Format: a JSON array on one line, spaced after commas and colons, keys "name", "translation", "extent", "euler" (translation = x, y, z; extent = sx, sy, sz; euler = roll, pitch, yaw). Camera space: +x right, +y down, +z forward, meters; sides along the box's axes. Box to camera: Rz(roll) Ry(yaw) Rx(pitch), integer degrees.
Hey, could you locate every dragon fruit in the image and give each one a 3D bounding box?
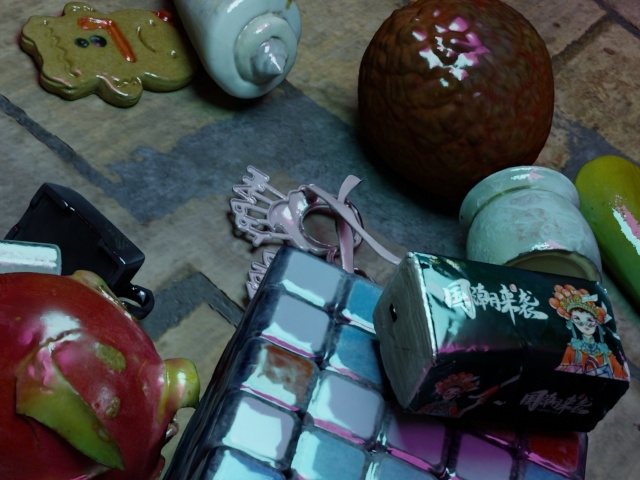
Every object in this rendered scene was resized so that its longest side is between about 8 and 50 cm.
[{"name": "dragon fruit", "translation": [-0.221, 0.135, 1.089], "extent": [0.227, 0.224, 0.224], "euler": [42, 39, -16]}]

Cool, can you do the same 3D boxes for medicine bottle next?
[{"name": "medicine bottle", "translation": [0.234, 0.009, 1.520], "extent": [0.147, 0.147, 0.143], "euler": [13, 40, -18]}]

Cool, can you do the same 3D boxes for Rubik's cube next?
[{"name": "Rubik's cube", "translation": [0.017, 0.232, 1.068], "extent": [0.291, 0.293, 0.287], "euler": [23, 41, -4]}]

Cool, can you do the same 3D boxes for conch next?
[{"name": "conch", "translation": [-0.096, -0.276, 1.610], "extent": [0.158, 0.127, 0.255], "euler": [15, 38, -50]}]

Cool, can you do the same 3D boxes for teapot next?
[{"name": "teapot", "translation": [-0.225, 0.012, 1.317], "extent": [0.177, 0.087, 0.096], "euler": [43, 18, 15]}]

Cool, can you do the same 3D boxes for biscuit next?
[{"name": "biscuit", "translation": [-0.232, -0.222, 1.576], "extent": [0.225, 0.036, 0.166], "euler": [-8, 52, -35]}]

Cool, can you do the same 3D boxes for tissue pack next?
[{"name": "tissue pack", "translation": [0.133, 0.077, 1.002], "extent": [0.170, 0.090, 0.103], "euler": [7, 48, -23]}]

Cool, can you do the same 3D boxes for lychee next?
[{"name": "lychee", "translation": [0.160, -0.171, 1.610], "extent": [0.255, 0.300, 0.255], "euler": [-5, 57, 8]}]

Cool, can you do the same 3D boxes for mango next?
[{"name": "mango", "translation": [0.395, -0.005, 1.671], "extent": [0.137, 0.091, 0.237], "euler": [-15, 62, -32]}]

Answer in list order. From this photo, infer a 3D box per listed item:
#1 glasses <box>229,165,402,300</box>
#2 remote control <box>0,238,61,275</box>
[{"name": "glasses", "translation": [-0.008, 0.004, 1.434], "extent": [0.162, 0.095, 0.255], "euler": [-1, 47, -19]}, {"name": "remote control", "translation": [-0.403, 0.024, 1.155], "extent": [0.343, 0.145, 0.050], "euler": [5, 74, -24]}]
